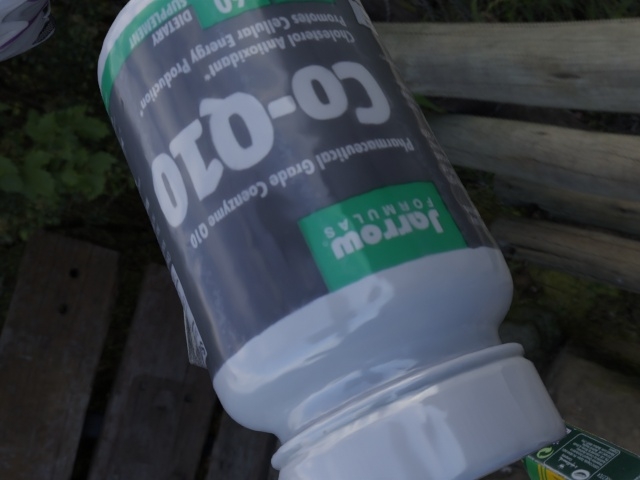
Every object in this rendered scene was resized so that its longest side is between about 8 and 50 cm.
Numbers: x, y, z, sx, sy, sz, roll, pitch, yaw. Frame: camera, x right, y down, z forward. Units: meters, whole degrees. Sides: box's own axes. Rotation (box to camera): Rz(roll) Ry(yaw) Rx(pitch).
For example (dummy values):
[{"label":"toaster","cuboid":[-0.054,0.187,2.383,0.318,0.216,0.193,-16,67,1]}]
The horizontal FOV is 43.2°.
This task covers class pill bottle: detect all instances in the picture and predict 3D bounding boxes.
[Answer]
[{"label":"pill bottle","cuboid":[0.000,0.000,0.543,0.204,0.204,0.361,-42,65,37]}]

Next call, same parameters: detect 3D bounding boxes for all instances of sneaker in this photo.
[{"label":"sneaker","cuboid":[-0.119,-0.106,0.326,0.098,0.038,0.069,-36,4,17]}]

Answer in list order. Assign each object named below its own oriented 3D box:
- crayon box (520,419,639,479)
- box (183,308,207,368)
[{"label":"crayon box","cuboid":[0.395,0.395,1.016,0.081,0.318,0.202,-34,12,-13]},{"label":"box","cuboid":[-0.082,0.069,0.806,0.275,0.094,0.113,146,118,-75]}]
